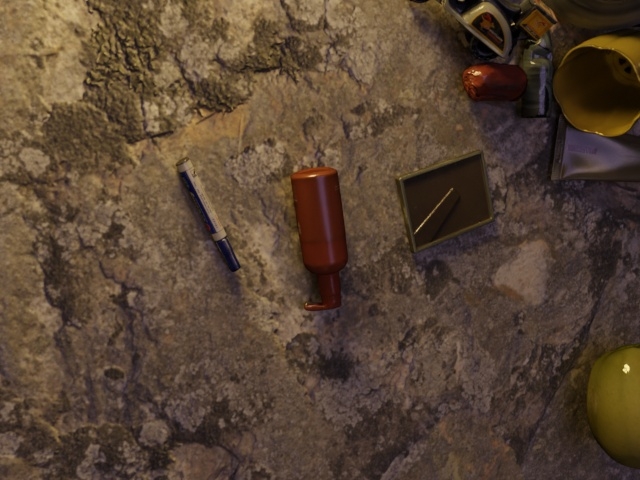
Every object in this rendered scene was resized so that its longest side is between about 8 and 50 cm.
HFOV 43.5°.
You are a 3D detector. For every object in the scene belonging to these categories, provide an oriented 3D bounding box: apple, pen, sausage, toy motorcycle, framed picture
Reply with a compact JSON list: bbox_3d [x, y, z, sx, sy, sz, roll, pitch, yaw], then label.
[{"bbox_3d":[0.692,0.346,1.695,0.279,0.279,0.279,-4,98,-28],"label":"apple"},{"bbox_3d":[-0.180,-0.039,1.295,0.025,0.025,0.204,-32,110,-22],"label":"pen"},{"bbox_3d":[0.331,-0.299,1.514,0.141,0.076,0.076,-6,99,-26],"label":"sausage"},{"bbox_3d":[0.278,-0.431,1.429,0.263,0.091,0.157,33,121,-22],"label":"toy motorcycle"},{"bbox_3d":[0.241,-0.077,1.525,0.203,0.015,0.150,-21,106,-25],"label":"framed picture"}]

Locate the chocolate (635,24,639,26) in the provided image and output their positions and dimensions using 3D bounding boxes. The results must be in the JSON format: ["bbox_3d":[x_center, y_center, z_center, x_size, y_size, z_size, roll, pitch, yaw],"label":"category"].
[{"bbox_3d":[0.742,-0.570,1.626,0.340,0.210,0.225,-26,106,-24],"label":"chocolate"}]

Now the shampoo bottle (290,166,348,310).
[{"bbox_3d":[0.002,-0.001,1.368,0.085,0.085,0.244,-12,103,-27],"label":"shampoo bottle"}]

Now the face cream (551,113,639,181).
[{"bbox_3d":[0.637,-0.177,1.698,0.341,0.084,0.137,5,95,-21],"label":"face cream"}]

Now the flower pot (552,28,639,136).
[{"bbox_3d":[0.591,-0.328,1.596,0.179,0.195,0.195,-37,113,-35],"label":"flower pot"}]

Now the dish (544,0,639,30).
[{"bbox_3d":[0.545,-0.534,1.474,0.316,0.316,0.106,68,25,-18],"label":"dish"}]

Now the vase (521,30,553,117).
[{"bbox_3d":[0.425,-0.346,1.565,0.060,0.060,0.211,-3,98,-28],"label":"vase"}]
